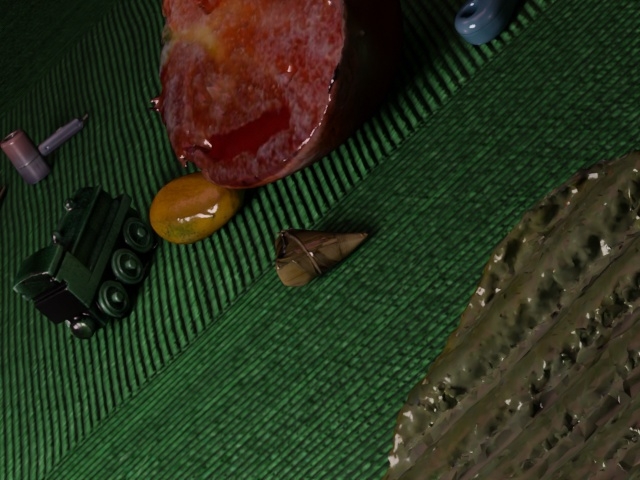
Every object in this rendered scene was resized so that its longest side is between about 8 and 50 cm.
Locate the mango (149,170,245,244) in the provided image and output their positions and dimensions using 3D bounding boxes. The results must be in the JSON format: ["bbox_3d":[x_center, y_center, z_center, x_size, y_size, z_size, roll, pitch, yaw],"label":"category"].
[{"bbox_3d":[-0.117,-0.034,1.752,0.114,0.057,0.079,-15,33,46],"label":"mango"}]

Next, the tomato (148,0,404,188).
[{"bbox_3d":[-0.015,-0.189,1.685,0.309,0.170,0.309,-4,85,49],"label":"tomato"}]

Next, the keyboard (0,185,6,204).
[{"bbox_3d":[-0.453,-0.024,2.342,0.129,0.015,0.049,-34,27,28],"label":"keyboard"}]

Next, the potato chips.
[{"bbox_3d":[0.145,0.124,1.070,0.429,0.070,0.358,-46,26,5],"label":"potato chips"}]

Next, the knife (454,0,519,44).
[{"bbox_3d":[0.208,-0.265,1.601,0.244,0.032,0.058,-47,22,-8],"label":"knife"}]

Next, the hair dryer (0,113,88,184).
[{"bbox_3d":[-0.334,-0.127,2.257,0.114,0.063,0.037,-38,20,-15],"label":"hair dryer"}]

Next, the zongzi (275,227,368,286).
[{"bbox_3d":[0.000,0.000,1.536,0.083,0.040,0.076,-31,20,9],"label":"zongzi"}]

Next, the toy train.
[{"bbox_3d":[-0.228,0.016,1.798,0.071,0.111,0.170,-24,33,34],"label":"toy train"}]
